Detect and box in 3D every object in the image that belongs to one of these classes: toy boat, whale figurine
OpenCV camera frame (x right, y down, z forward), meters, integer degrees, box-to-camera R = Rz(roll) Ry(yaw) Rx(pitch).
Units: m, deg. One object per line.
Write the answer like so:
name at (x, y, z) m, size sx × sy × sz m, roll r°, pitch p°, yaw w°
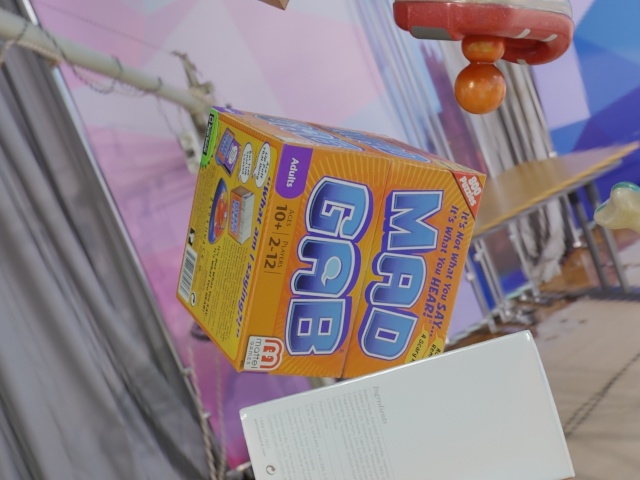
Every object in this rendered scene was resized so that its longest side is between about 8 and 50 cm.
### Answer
toy boat at (0.186, -0.218, 1.107) m, size 0.151 × 0.151 × 0.231 m, roll 14°, pitch 14°, yaw 41°
whale figurine at (0.569, -0.054, 1.519) m, size 0.272 × 0.141 × 0.216 m, roll 11°, pitch -28°, yaw 0°

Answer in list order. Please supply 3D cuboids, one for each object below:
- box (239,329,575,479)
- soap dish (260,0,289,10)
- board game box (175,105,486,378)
box at (0.109, 0.234, 1.176) m, size 0.345 × 0.168 × 0.215 m, roll -17°, pitch -10°, yaw 10°
soap dish at (-0.106, -0.541, 1.563) m, size 0.229 × 0.291 × 0.118 m, roll 21°, pitch 19°, yaw -11°
board game box at (0.000, 0.000, 1.646) m, size 0.356 × 0.356 × 0.356 m, roll 7°, pitch 13°, yaw -25°
